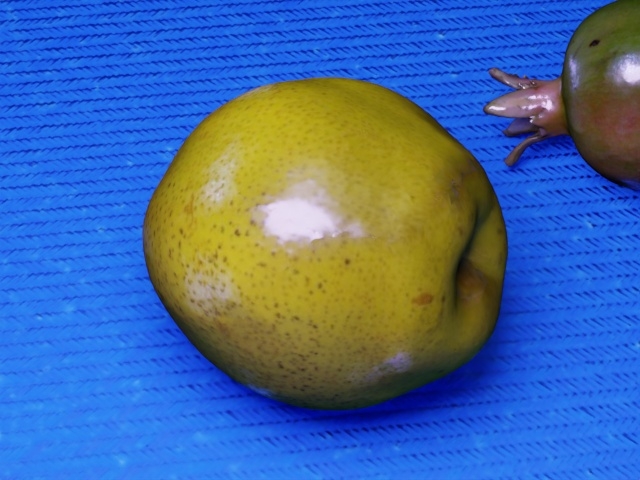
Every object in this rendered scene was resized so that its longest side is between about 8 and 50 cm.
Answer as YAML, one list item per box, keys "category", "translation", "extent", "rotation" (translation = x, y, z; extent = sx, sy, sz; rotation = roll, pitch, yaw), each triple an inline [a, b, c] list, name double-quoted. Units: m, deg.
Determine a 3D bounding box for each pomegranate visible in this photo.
- category: "pomegranate"
  translation: [0.264, -0.127, 1.503]
  extent: [0.224, 0.181, 0.181]
  rotation: [-10, 49, 18]

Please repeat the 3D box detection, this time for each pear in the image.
- category: "pear"
  translation: [0.000, 0.000, 1.329]
  extent: [0.294, 0.294, 0.294]
  rotation: [1, 52, -1]
